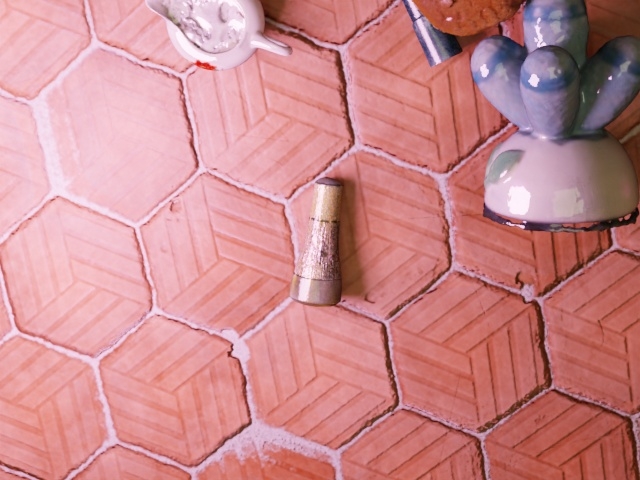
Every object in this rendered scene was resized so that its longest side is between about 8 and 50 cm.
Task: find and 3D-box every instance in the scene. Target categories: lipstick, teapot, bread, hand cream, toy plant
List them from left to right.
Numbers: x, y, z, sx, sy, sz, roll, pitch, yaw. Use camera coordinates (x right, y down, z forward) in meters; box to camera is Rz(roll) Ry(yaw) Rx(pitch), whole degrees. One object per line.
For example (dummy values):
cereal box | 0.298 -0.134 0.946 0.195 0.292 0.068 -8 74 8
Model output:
teapot | -0.146 -0.324 1.536 0.226 0.092 0.145 19 108 -1
hand cream | 0.000 0.000 1.623 0.084 0.084 0.203 6 98 3
lipstick | 0.136 -0.372 1.518 0.053 0.053 0.234 -26 100 11
bread | 0.195 -0.376 1.393 0.199 0.104 0.199 7 131 8
toy plant | 0.337 -0.196 1.448 0.247 0.247 0.332 -2 108 6
